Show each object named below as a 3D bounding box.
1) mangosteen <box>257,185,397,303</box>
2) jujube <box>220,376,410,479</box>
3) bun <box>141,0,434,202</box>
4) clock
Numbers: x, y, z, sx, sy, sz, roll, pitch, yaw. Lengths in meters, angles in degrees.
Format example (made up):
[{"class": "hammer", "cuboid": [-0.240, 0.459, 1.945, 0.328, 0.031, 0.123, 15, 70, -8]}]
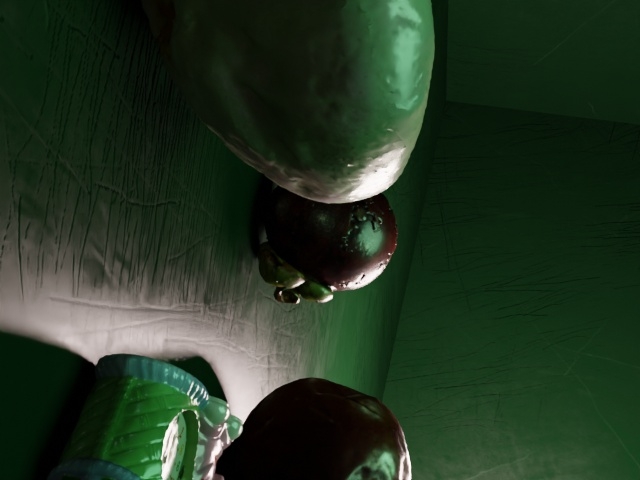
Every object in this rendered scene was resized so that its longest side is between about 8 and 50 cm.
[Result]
[{"class": "mangosteen", "cuboid": [0.000, 0.000, 1.025, 0.180, 0.166, 0.166, -50, 161, -10]}, {"class": "jujube", "cuboid": [-0.021, 0.325, 1.022, 0.223, 0.223, 0.317, 6, 102, -78]}, {"class": "bun", "cuboid": [-0.037, -0.163, 0.649, 0.293, 0.187, 0.293, 170, -90, -81]}, {"class": "clock", "cuboid": [-0.140, 0.205, 0.650, 0.194, 0.100, 0.195, 68, 31, -61]}]
